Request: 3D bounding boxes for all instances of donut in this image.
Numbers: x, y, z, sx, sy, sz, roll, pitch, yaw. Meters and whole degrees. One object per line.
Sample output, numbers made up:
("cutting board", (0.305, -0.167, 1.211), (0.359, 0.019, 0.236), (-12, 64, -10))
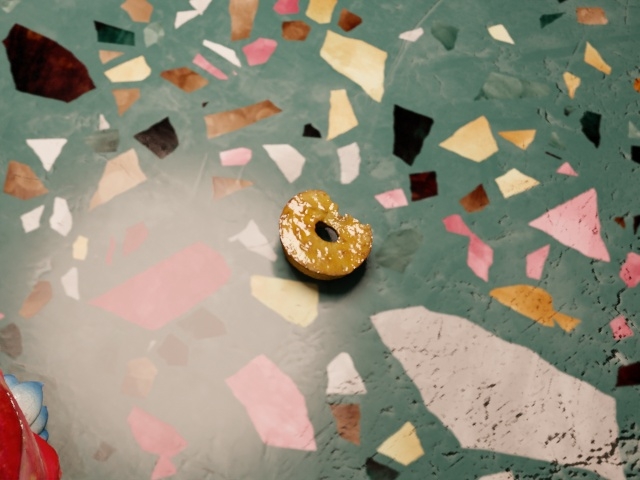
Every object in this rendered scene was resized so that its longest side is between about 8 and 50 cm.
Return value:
("donut", (0.000, 0.000, 1.480), (0.108, 0.043, 0.097), (43, 62, 13))

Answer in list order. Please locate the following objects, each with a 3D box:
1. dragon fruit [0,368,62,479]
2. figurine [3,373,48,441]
("dragon fruit", (-0.389, 0.254, 1.152), (0.386, 0.249, 0.371), (17, 69, 21))
("figurine", (-0.312, 0.176, 1.313), (0.114, 0.079, 0.114), (13, 60, -23))
